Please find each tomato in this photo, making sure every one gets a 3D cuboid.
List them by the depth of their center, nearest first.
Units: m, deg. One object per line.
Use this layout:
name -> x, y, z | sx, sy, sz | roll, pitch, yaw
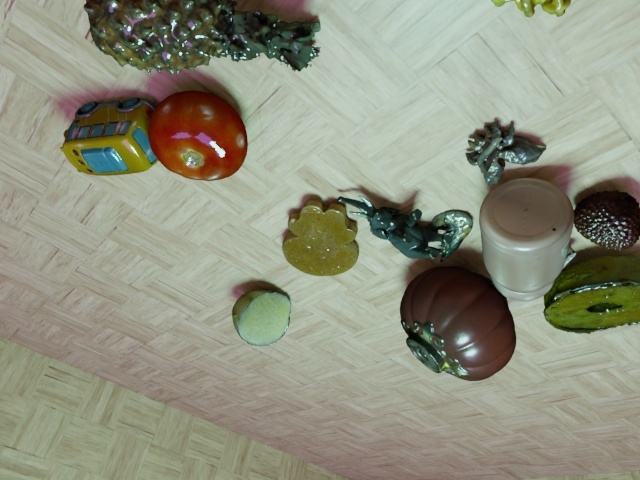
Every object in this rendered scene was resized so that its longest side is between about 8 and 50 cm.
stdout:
tomato -> -0.239, -0.207, 0.981 | 0.194, 0.136, 0.195 | 5, 143, 4

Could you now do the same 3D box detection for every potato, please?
potato -> -0.194, 0.220, 1.525 | 0.117, 0.182, 0.202 | 29, -179, 43

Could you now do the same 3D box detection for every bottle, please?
bottle -> 0.450, 0.012, 1.056 | 0.206, 0.173, 0.297 | -27, 142, 2

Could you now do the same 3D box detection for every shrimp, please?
shrimp -> 0.300, -0.013, 1.175 | 0.091, 0.034, 0.161 | 21, 137, 8

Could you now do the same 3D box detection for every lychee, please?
lychee -> 0.578, -0.044, 0.992 | 0.129, 0.123, 0.123 | 30, 155, 36

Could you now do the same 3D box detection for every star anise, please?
star anise -> 0.322, -0.137, 0.869 | 0.148, 0.228, 0.219 | 4, 131, 20

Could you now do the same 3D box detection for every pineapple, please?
pineapple -> -0.176, -0.345, 0.793 | 0.360, 0.175, 0.175 | 2, 143, -8

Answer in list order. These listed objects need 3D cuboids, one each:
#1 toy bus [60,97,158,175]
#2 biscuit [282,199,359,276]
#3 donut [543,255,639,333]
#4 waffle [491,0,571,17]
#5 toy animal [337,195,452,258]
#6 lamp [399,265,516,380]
toy bus -> -0.429, -0.206, 1.031 | 0.209, 0.136, 0.126 | -1, 140, 18
biscuit -> 0.000, -0.001, 1.255 | 0.201, 0.044, 0.289 | 7, 140, 6
donut -> 0.664, 0.126, 1.174 | 0.271, 0.107, 0.272 | 4, 145, 3
waffle -> 0.325, -0.404, 0.647 | 0.229, 0.057, 0.219 | -11, 137, 25
toy animal -> 0.173, -0.031, 1.113 | 0.269, 0.082, 0.137 | 30, 169, -23
lamp -> 0.341, 0.204, 1.239 | 0.303, 0.257, 0.303 | 46, 163, 19
